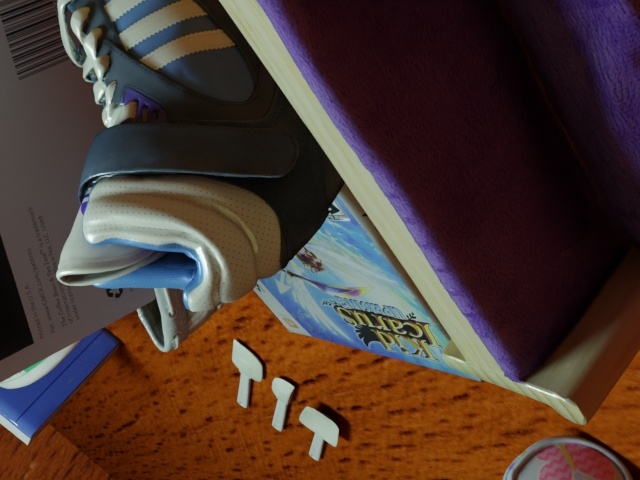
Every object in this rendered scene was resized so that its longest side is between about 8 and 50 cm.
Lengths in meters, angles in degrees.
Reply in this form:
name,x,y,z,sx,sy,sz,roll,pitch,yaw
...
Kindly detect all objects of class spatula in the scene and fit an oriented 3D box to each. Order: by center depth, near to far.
name,x,y,z,sx,sy,sz,roll,pitch,yaw
spatula,-0.047,0.213,1.789,0.168,0.019,0.242,35,159,10

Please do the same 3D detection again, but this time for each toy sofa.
name,x,y,z,sx,sy,sz,roll,pitch,yaw
toy sofa,0.095,-0.067,0.767,0.177,0.150,0.362,17,150,48

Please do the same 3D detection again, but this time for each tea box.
name,x,y,z,sx,sy,sz,roll,pitch,yaw
tea box,-0.353,-0.077,1.268,0.323,0.220,0.329,16,125,46

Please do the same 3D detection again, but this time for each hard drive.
name,x,y,z,sx,sy,sz,roll,pitch,yaw
hard drive,-0.473,0.118,2.049,0.319,0.210,0.040,38,140,4

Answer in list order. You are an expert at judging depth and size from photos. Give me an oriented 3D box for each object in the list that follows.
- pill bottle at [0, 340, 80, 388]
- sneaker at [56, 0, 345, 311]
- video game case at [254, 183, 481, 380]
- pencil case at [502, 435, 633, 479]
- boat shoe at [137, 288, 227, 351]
name,x,y,z,sx,sy,sz,roll,pitch,yaw
pill bottle,-0.450,0.001,1.729,0.361,0.204,0.204,44,160,-29
sneaker,-0.137,-0.088,0.994,0.323,0.236,0.130,33,159,16
video game case,0.000,0.000,1.200,0.269,0.061,0.244,9,146,53
pencil case,0.214,0.272,1.330,0.124,0.113,0.273,24,157,12
boat shoe,-0.193,-0.031,1.394,0.118,0.103,0.320,16,144,46
